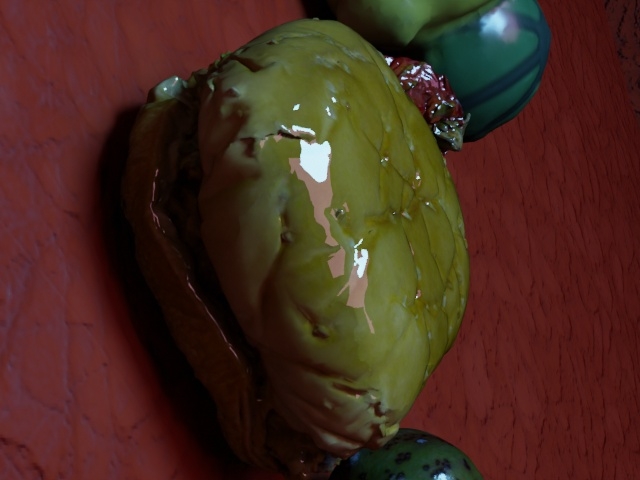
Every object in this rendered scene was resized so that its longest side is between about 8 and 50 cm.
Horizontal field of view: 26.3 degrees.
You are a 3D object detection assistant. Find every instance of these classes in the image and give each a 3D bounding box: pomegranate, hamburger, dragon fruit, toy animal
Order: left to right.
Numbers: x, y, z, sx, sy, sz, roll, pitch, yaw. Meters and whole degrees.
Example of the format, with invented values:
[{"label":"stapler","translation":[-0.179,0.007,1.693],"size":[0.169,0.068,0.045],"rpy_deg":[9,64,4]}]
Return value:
[{"label":"hamburger","translation":[0.000,0.000,0.920],"size":[0.318,0.158,0.318],"rpy_deg":[44,38,-49]},{"label":"dragon fruit","translation":[0.071,-0.096,1.200],"size":[0.162,0.106,0.083],"rpy_deg":[53,31,-42]},{"label":"pomegranate","translation":[0.057,0.190,0.949],"size":[0.130,0.130,0.130],"rpy_deg":[45,35,-46]},{"label":"toy animal","translation":[0.105,-0.242,1.266],"size":[0.338,0.191,0.216],"rpy_deg":[55,28,-34]}]
